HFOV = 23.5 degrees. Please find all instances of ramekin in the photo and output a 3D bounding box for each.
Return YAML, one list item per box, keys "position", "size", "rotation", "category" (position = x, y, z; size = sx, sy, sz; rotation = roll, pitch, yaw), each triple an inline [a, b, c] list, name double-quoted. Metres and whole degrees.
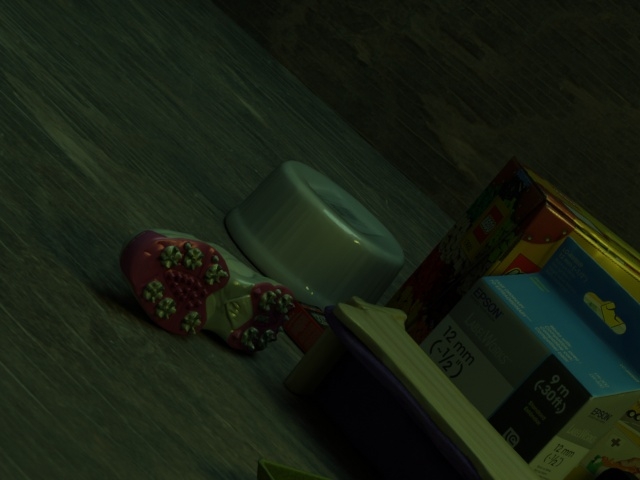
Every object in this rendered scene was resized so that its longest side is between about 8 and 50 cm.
- position: [0.000, 0.000, 2.385]
  size: [0.277, 0.135, 0.277]
  rotation: [38, 13, -10]
  category: "ramekin"

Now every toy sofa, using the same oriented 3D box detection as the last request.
- position: [0.114, 0.239, 1.846]
  size: [0.362, 0.150, 0.177]
  rotation: [47, 19, 30]
  category: "toy sofa"

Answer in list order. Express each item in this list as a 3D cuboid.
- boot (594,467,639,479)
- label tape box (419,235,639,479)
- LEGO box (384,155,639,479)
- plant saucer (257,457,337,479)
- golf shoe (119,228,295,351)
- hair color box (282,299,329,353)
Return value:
- position: [0.521, 0.494, 2.175]
  size: [0.260, 0.131, 0.348]
  rotation: [25, 29, -29]
  category: "boot"
- position: [0.265, 0.180, 2.033]
  size: [0.115, 0.347, 0.249]
  rotation: [25, 19, -49]
  category: "label tape box"
- position: [0.372, 0.179, 2.298]
  size: [0.500, 0.372, 0.193]
  rotation: [36, 12, -19]
  category: "LEGO box"
- position: [0.025, 0.315, 1.557]
  size: [0.188, 0.045, 0.188]
  rotation: [26, 19, -48]
  category: "plant saucer"
- position: [-0.160, 0.047, 1.857]
  size: [0.140, 0.115, 0.306]
  rotation: [36, 1, 35]
  category: "golf shoe"
- position: [0.011, 0.147, 2.113]
  size: [0.141, 0.043, 0.072]
  rotation: [47, 13, 27]
  category: "hair color box"
